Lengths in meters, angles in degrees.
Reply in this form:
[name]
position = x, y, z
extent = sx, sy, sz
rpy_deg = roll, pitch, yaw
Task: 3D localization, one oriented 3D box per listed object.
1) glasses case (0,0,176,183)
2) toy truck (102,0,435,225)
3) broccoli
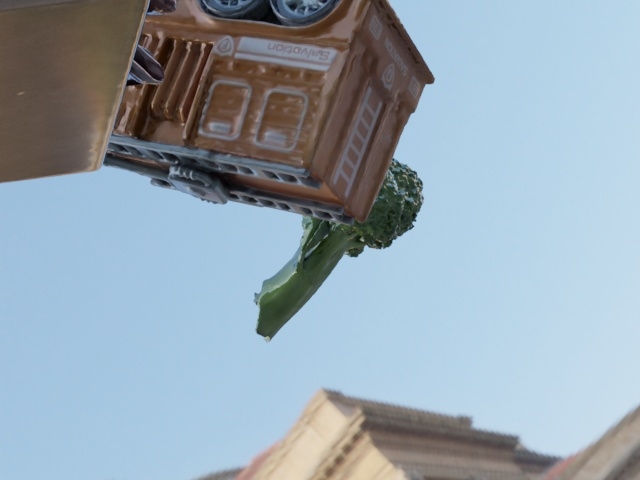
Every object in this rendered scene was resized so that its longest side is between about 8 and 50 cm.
[glasses case]
position = -0.104, -0.082, 0.418
extent = 0.103, 0.070, 0.193
rpy_deg = -10, -11, -18
[toy truck]
position = -0.114, -0.144, 1.042
extent = 0.173, 0.388, 0.206
rpy_deg = 44, -118, -58
[broccoli]
position = 0.008, -0.032, 1.669
extent = 0.302, 0.186, 0.254
rpy_deg = -34, 6, 25
